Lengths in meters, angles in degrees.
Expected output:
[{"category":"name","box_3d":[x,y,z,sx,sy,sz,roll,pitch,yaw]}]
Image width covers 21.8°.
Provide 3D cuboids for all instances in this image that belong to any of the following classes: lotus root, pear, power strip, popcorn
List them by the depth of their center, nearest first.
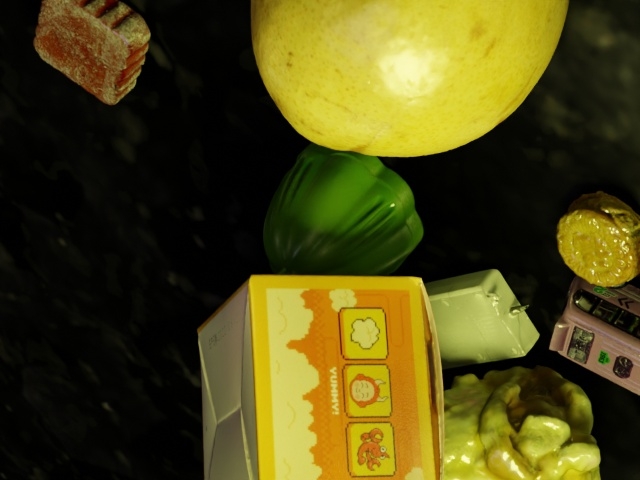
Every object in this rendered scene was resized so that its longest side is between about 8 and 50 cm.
[{"category":"pear","box_3d":[0.076,-0.221,1.509,0.314,0.314,0.314,24,139,23]},{"category":"lotus root","box_3d":[0.000,0.000,1.890,0.186,0.186,0.186,24,139,23]},{"category":"popcorn","box_3d":[0.218,0.245,1.897,0.259,0.212,0.259,6,129,7]},{"category":"power strip","box_3d":[0.114,0.108,1.994,0.367,0.043,0.106,-14,116,48]}]

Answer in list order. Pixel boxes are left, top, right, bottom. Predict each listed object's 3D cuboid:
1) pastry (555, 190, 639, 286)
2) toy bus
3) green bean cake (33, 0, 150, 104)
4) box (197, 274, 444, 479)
[{"category":"pastry","box_3d":[0.293,0.000,1.721,0.097,0.057,0.109,46,141,-1]},{"category":"toy bus","box_3d":[0.333,0.106,1.752,0.178,0.098,0.087,27,140,20]},{"category":"green bean cake","box_3d":[-0.272,-0.244,1.987,0.135,0.056,0.136,38,142,8]},{"category":"box","box_3d":[-0.007,0.193,1.850,0.283,0.213,0.260,135,132,-69]}]
